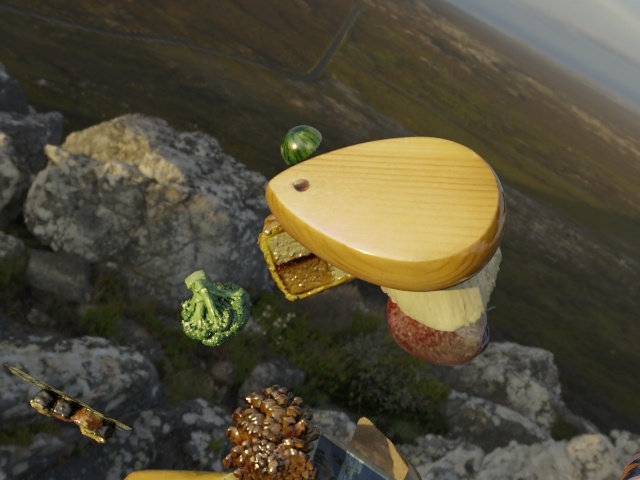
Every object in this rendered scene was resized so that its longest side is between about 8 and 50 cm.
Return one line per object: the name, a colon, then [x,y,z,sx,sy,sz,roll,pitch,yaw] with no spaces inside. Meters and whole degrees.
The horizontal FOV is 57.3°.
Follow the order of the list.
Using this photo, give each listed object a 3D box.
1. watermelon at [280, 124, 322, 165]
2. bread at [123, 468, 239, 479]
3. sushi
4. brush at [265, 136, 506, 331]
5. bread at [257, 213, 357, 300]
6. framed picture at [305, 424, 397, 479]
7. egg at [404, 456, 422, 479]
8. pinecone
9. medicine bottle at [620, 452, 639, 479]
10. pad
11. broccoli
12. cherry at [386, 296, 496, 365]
watermelon: [-0.051,-0.224,1.328,0.062,0.105,0.105,49,15,-31]
bread: [-0.269,0.658,1.214,0.361,0.394,0.250,61,33,-32]
sushi: [-0.559,0.366,1.268,0.290,0.264,0.050,33,63,-10]
brush: [0.074,-0.012,0.672,0.266,0.166,0.174,10,62,16]
bread: [0.000,0.000,1.072,0.182,0.222,0.096,62,15,-21]
framed picture: [0.064,0.537,1.252,0.260,0.023,0.189,37,33,-6]
egg: [0.196,0.857,1.882,0.300,0.301,0.374,23,40,-13]
pinecone: [-0.089,0.370,1.095,0.179,0.150,0.195,-12,58,5]
medicine bottle: [0.714,0.568,1.230,0.178,0.178,0.290,44,24,26]
pad: [0.136,0.599,1.533,0.002,0.266,0.176,-18,44,-41]
broccoli: [-0.368,0.220,1.974,0.270,0.269,0.270,-100,167,-57]
cherry: [0.191,0.112,0.939,0.176,0.176,0.140,37,-2,15]
